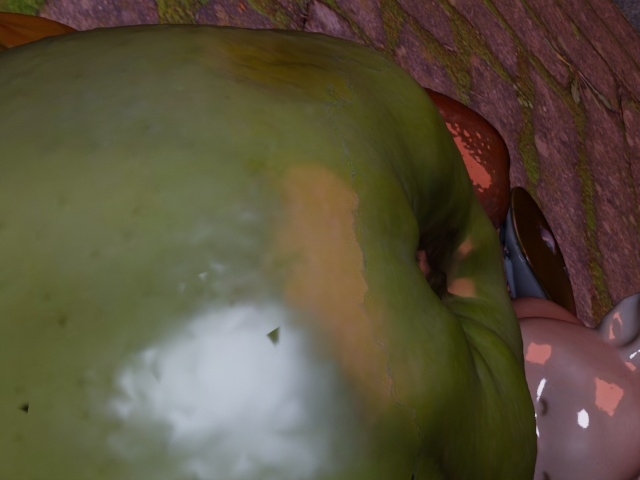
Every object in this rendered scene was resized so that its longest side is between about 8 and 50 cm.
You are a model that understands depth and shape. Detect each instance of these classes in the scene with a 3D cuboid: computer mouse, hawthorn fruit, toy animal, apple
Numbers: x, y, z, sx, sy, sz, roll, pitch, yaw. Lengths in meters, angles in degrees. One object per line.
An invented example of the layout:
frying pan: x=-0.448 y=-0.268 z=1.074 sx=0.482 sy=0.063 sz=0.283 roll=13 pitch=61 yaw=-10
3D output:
computer mouse: x=0.268 y=0.078 z=1.789 sx=0.158 sy=0.071 sz=0.310 roll=-86 pitch=162 yaw=-51
hawthorn fruit: x=0.095 y=-0.091 z=1.670 sx=0.251 sy=0.199 sz=0.199 roll=38 pitch=32 yaw=-26
toy animal: x=0.220 y=0.160 z=1.516 sx=0.326 sy=0.269 sz=0.237 roll=-30 pitch=117 yaw=-65
apple: x=-0.100 y=0.092 z=0.880 sx=0.473 sy=0.473 sz=0.474 roll=41 pitch=31 yaw=-32

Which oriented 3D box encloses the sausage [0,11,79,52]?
sausage: x=-0.186 y=-0.098 z=1.277 sx=0.328 sy=0.112 sz=0.112 roll=44 pitch=30 yaw=-22
